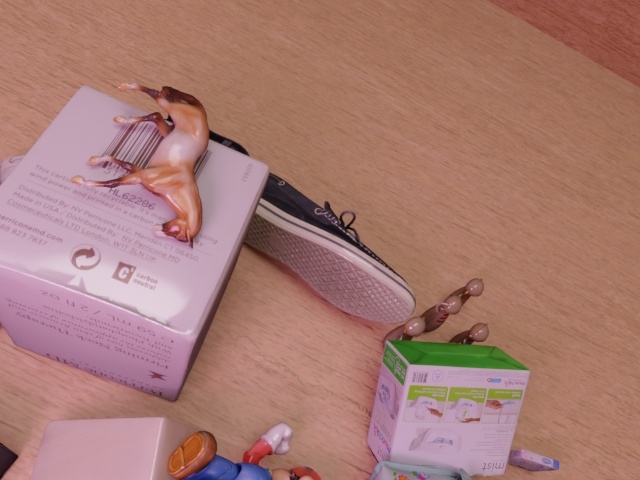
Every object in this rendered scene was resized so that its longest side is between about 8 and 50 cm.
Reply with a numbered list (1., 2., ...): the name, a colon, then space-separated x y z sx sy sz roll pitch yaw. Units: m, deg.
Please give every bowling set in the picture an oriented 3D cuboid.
1. bowling set: 0.305 0.218 1.149 0.287 0.154 0.200 -30 75 -29

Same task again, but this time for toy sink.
1. toy sink: -0.327 0.379 0.835 0.234 0.131 0.153 -9 58 18

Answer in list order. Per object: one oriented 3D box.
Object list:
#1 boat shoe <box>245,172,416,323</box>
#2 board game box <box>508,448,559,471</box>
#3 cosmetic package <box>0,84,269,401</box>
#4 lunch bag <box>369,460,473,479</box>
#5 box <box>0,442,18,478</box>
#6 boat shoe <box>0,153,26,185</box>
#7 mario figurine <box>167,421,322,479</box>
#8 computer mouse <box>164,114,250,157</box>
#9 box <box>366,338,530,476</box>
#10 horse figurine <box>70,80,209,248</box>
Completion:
1. boat shoe: 0.000 0.000 1.130 0.500 0.187 0.156 32 51 14
2. board game box: 0.440 0.469 1.097 0.090 0.090 0.020 20 60 -9
3. cosmetic package: -0.321 0.033 0.889 0.329 0.394 0.328 22 57 -6
4. lunch bag: 0.215 0.517 0.881 0.262 0.160 0.223 15 26 -18
5. box: -0.629 0.306 0.770 0.270 0.165 0.143 32 57 0
6. boat shoe: -0.492 -0.179 1.113 0.366 0.136 0.157 -18 66 -16
7. mario figurine: -0.087 0.401 0.842 0.320 0.170 0.198 41 63 -46
8. computer mouse: -0.281 -0.215 1.237 0.272 0.072 0.188 35 58 16
9. box: 0.249 0.333 1.020 0.261 0.127 0.231 6 101 -16
10. horse figurine: -0.228 -0.132 0.741 0.174 0.066 0.264 15 60 -5
